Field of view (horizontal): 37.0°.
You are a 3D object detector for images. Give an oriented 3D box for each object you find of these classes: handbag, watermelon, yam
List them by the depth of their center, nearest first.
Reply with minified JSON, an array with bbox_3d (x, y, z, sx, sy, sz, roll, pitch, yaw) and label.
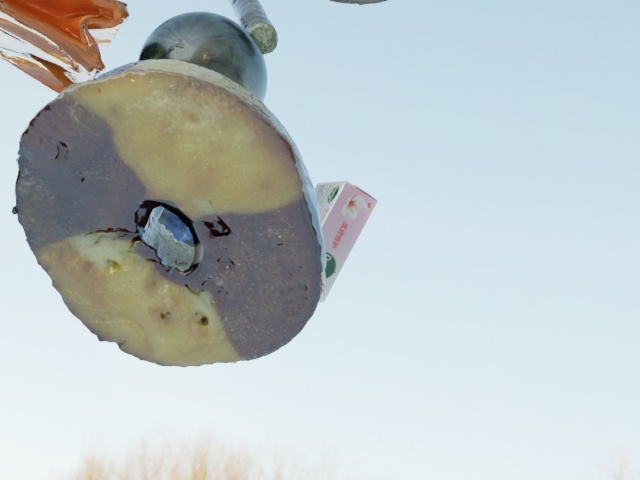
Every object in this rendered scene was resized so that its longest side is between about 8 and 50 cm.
[{"bbox_3d":[-0.469,-0.347,1.483,0.304,0.116,0.410,25,-7,-18],"label":"handbag"},{"bbox_3d":[-0.185,-0.254,1.508,0.212,0.212,0.212,9,-25,4],"label":"watermelon"},{"bbox_3d":[-0.124,-0.398,1.688,0.061,0.274,0.061,-6,-58,-10],"label":"yam"}]

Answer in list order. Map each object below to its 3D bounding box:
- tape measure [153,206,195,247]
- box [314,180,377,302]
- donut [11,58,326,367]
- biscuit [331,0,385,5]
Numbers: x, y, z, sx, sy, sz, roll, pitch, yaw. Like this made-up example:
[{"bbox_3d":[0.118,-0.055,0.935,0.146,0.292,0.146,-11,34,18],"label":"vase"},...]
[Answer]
[{"bbox_3d":[-0.299,0.003,1.835,0.138,0.262,0.259,35,-60,-21],"label":"tape measure"},{"bbox_3d":[0.000,0.000,1.012,0.043,0.125,0.089,31,-7,-18],"label":"box"},{"bbox_3d":[-0.077,-0.018,0.526,0.166,0.073,0.184,-21,-63,19],"label":"donut"},{"bbox_3d":[0.066,-0.547,1.639,0.332,0.331,0.103,7,-23,7],"label":"biscuit"}]
